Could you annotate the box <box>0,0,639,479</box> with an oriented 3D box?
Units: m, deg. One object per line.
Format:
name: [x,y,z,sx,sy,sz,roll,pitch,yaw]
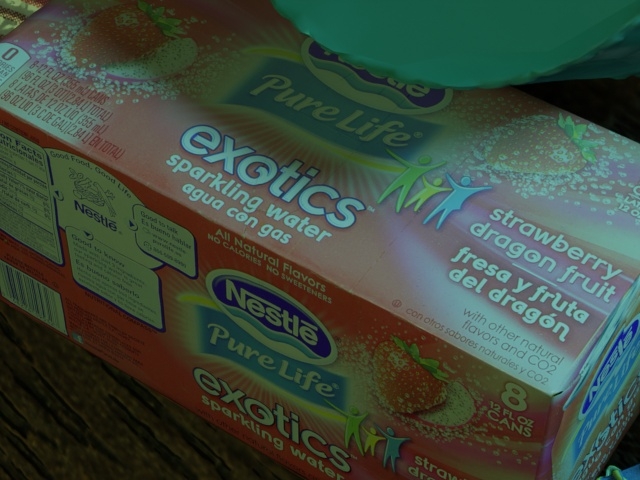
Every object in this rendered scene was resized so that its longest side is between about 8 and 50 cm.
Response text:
box: [0.000,0.000,0.708,0.300,0.142,0.154,27,143,23]

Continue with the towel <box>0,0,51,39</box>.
towel: [-0.146,-0.060,0.891,0.144,0.029,0.197,24,113,10]

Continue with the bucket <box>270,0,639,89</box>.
bucket: [0.090,-0.189,0.614,0.281,0.183,0.281,10,107,33]

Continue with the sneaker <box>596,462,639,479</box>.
sneaker: [0.149,0.139,0.734,0.240,0.091,0.126,23,80,44]
